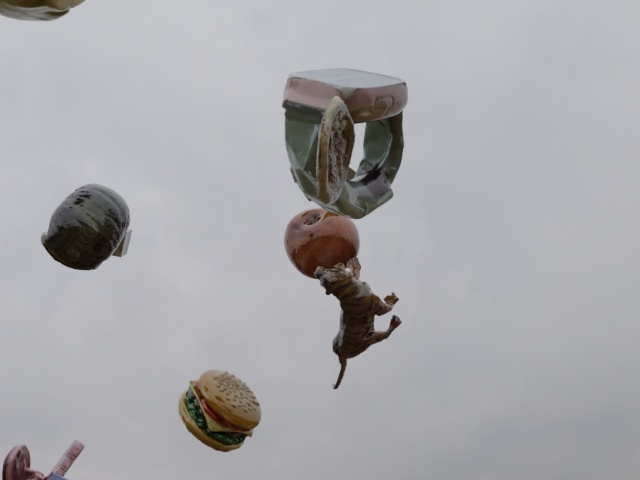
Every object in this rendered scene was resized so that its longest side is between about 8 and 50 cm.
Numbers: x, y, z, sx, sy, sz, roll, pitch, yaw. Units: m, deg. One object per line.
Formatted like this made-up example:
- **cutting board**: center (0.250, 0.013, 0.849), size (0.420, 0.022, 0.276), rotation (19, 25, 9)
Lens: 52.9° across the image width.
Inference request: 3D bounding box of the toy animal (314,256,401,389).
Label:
- **toy animal**: center (0.051, 0.152, 1.031), size (0.114, 0.255, 0.116), rotation (21, 30, 27)

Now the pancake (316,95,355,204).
- **pancake**: center (0.017, -0.113, 0.812), size (0.022, 0.139, 0.139), rotation (11, -22, 16)

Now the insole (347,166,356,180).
- **insole**: center (0.010, -0.202, 1.699), size (0.197, 0.004, 0.065), rotation (24, -37, 6)

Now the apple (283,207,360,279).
- **apple**: center (0.000, 0.000, 1.669), size (0.201, 0.201, 0.162), rotation (-17, -63, 21)

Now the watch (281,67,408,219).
- **watch**: center (0.044, -0.157, 1.080), size (0.253, 0.162, 0.241), rotation (-21, -54, -46)

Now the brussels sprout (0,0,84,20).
- **brussels sprout**: center (-0.494, -0.499, 1.045), size (0.227, 0.294, 0.259), rotation (-43, -10, -26)

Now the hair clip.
- **hair clip**: center (-0.438, 0.393, 1.013), size (0.102, 0.138, 0.123), rotation (5, 10, 1)

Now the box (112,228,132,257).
- **box**: center (-0.595, 0.008, 1.918), size (0.035, 0.083, 0.079), rotation (13, 6, -5)

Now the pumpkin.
- **pumpkin**: center (-0.389, -0.036, 1.108), size (0.119, 0.183, 0.107), rotation (40, -66, -18)

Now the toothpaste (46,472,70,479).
- **toothpaste**: center (-0.222, 0.370, 0.751), size (0.320, 0.076, 0.066), rotation (12, -59, 26)

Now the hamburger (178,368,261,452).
- **hamburger**: center (-0.193, 0.324, 1.235), size (0.115, 0.162, 0.162), rotation (-51, -40, 10)
